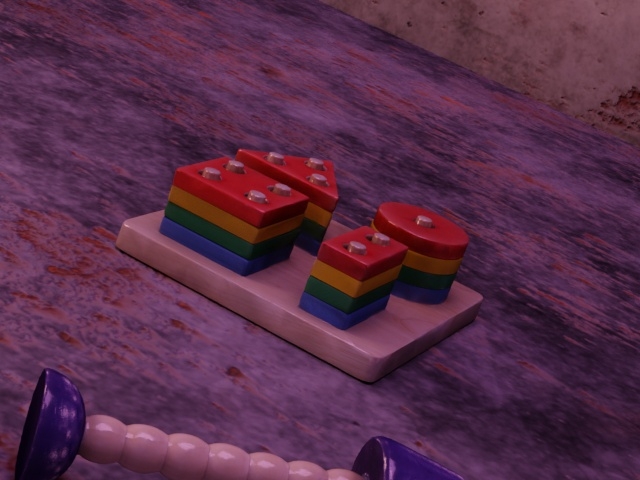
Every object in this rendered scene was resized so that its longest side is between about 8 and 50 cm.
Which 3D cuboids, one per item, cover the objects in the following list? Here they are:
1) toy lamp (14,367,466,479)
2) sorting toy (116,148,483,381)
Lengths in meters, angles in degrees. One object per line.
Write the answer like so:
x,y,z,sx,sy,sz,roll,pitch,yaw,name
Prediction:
-0.040,0.140,0.882,0.275,0.080,0.080,15,20,-16,toy lamp
0.000,0.000,1.291,0.257,0.089,0.255,27,20,19,sorting toy
